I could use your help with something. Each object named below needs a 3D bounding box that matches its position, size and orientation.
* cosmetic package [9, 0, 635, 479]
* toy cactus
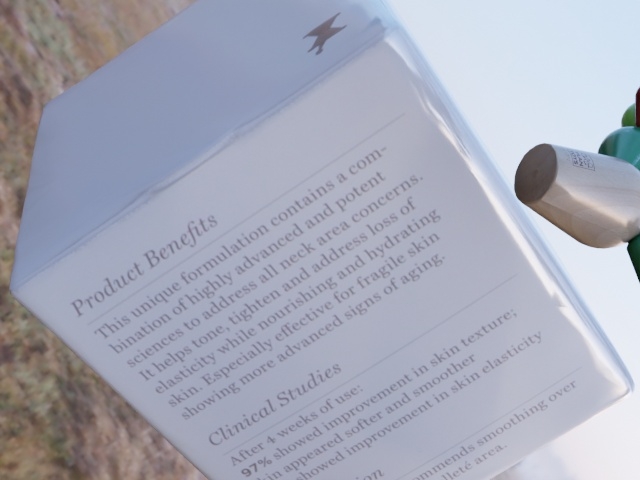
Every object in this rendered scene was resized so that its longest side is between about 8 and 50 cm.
[{"bbox_3d":[0.000,0.000,0.913,0.393,0.329,0.327,52,12,-29],"label":"cosmetic package"},{"bbox_3d":[0.191,-0.011,0.574,0.181,0.112,0.219,18,56,-29],"label":"toy cactus"}]
